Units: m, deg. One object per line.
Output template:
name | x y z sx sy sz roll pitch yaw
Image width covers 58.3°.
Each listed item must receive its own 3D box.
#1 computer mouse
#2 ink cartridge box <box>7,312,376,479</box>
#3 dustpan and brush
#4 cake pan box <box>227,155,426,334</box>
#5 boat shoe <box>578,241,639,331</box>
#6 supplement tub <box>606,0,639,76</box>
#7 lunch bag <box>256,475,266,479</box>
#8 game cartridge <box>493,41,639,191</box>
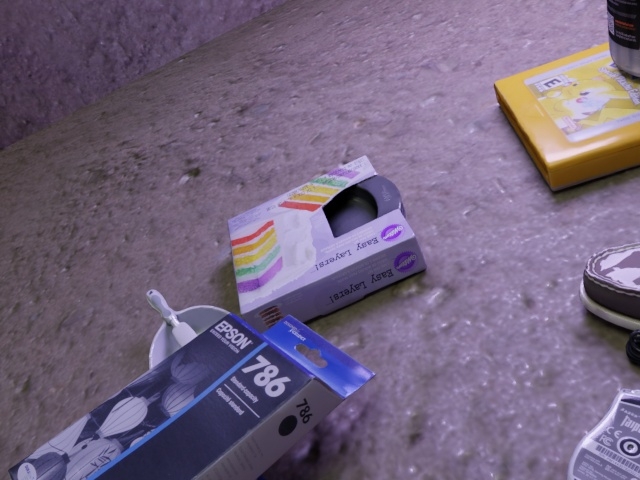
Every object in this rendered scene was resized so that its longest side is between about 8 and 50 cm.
computer mouse | 0.276 0.162 0.489 0.193 0.042 0.106 -39 41 -24
ink cartridge box | -0.119 0.178 0.567 0.332 0.065 0.165 -35 36 -27
dustpan and brush | -0.198 0.132 0.820 0.147 0.060 0.211 -39 37 -16
cake pan box | 0.000 0.000 0.848 0.266 0.070 0.246 -24 38 4
boat shoe | 0.405 0.029 0.516 0.324 0.097 0.117 2 46 35
supplement tub | 0.466 -0.387 0.727 0.193 0.316 0.194 -17 37 13
lunch bag | -0.130 0.272 0.581 0.151 0.096 0.129 25 54 31
game cartridge | 0.447 -0.215 0.830 0.323 0.053 0.285 -20 37 13
